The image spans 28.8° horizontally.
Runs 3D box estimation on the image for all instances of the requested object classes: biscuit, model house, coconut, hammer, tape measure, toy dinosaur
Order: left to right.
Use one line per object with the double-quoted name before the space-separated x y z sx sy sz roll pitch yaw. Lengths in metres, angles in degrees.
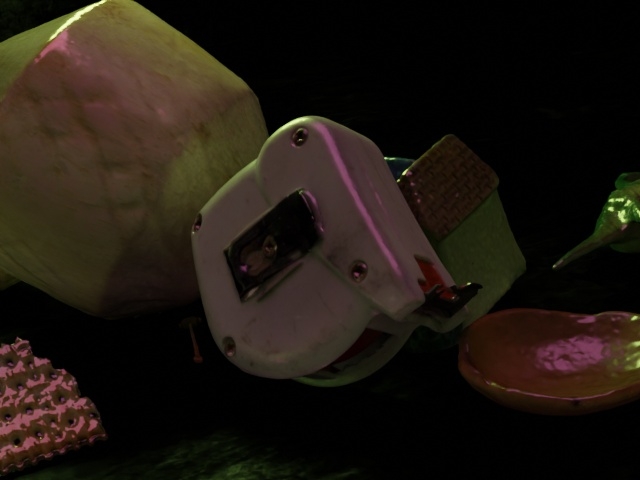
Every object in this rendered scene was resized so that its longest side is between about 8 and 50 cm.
"biscuit" -0.328 0.168 1.222 0.203 0.016 0.144 -18 60 -23
"coconut" -0.270 -0.110 1.556 0.415 0.345 0.415 18 38 -15
"hammer" -0.147 0.116 1.449 0.029 0.014 0.123 -19 21 -5
"tape measure" -0.005 0.022 1.269 0.265 0.258 0.130 -39 -30 22
"model house" 0.086 -0.011 1.390 0.214 0.189 0.195 12 38 42
"toy dinosaur" 0.370 -0.043 1.601 0.447 0.087 0.301 -12 17 -36

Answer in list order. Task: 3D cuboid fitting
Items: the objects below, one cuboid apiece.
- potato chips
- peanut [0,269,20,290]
"potato chips" 0.235 0.121 1.181 0.208 0.062 0.195 -18 25 -33
"peanut" -0.488 -0.005 1.762 0.153 0.140 0.325 -37 27 -33
